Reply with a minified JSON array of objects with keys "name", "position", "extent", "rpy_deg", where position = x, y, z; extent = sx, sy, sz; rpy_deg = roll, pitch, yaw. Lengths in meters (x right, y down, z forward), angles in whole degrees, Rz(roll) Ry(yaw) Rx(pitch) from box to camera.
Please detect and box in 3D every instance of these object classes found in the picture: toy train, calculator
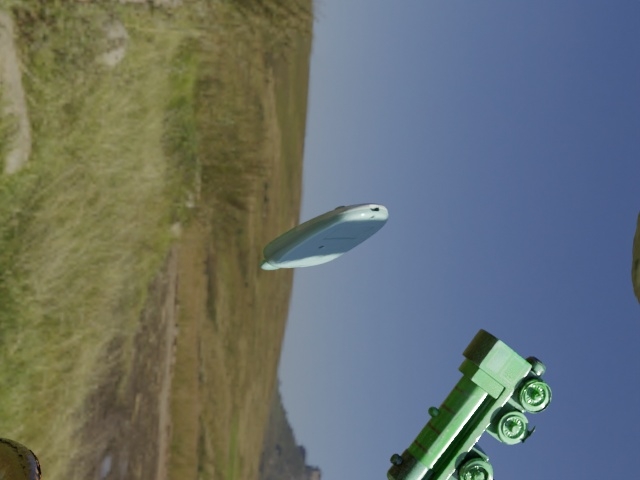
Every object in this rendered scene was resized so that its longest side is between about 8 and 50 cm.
[{"name":"toy train","position":[0.186,0.238,1.096],"extent":[0.251,0.119,0.085],"rpy_deg":[-52,-166,-2]},{"name":"calculator","position":[0.000,0.000,0.816],"extent":[0.153,0.095,0.021],"rpy_deg":[-33,-112,41]}]

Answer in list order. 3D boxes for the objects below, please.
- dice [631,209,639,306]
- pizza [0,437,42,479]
[{"name":"dice","position":[0.480,0.007,1.009],"extent":[0.183,0.181,0.182],"rpy_deg":[95,6,-68]},{"name":"pizza","position":[-0.336,0.275,0.807],"extent":[0.193,0.053,0.201],"rpy_deg":[-49,-151,-14]}]
